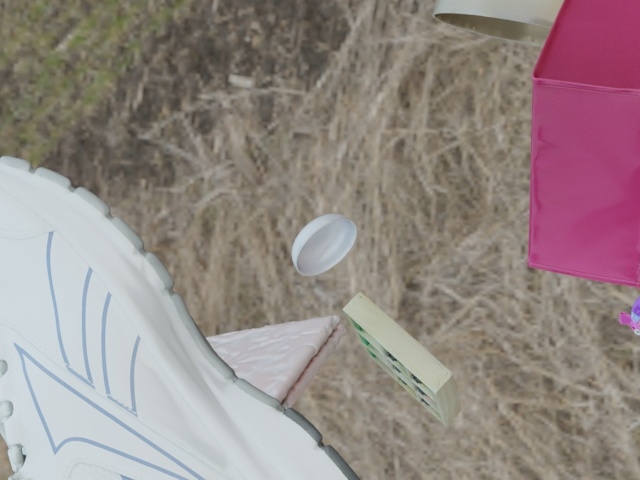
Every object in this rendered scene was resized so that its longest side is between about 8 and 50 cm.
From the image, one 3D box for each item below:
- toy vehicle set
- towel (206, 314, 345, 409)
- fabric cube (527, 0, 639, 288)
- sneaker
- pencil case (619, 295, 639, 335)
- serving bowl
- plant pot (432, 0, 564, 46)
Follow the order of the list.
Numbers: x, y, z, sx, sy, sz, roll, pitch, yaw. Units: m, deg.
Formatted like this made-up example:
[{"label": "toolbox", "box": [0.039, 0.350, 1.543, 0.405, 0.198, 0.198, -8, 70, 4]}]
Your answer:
[{"label": "toy vehicle set", "box": [0.119, 0.169, 1.640, 0.166, 0.267, 0.035, 42, 83, 19]}, {"label": "towel", "box": [-0.161, 0.212, 1.650, 0.331, 0.317, 0.053, -11, 110, 26]}, {"label": "fabric cube", "box": [0.376, -0.121, 1.269, 0.259, 0.254, 0.258, 12, 134, 20]}, {"label": "sneaker", "box": [-0.105, 0.078, 0.553, 0.297, 0.129, 0.111, 45, 160, 10]}, {"label": "pencil case", "box": [0.540, 0.156, 1.668, 0.236, 0.104, 0.104, 46, 126, 40]}, {"label": "serving bowl", "box": [0.000, 0.000, 1.329, 0.027, 0.083, 0.083, 50, 129, 31]}, {"label": "plant pot", "box": [0.321, -0.394, 1.723, 0.284, 0.284, 0.191, 19, 99, 57]}]
